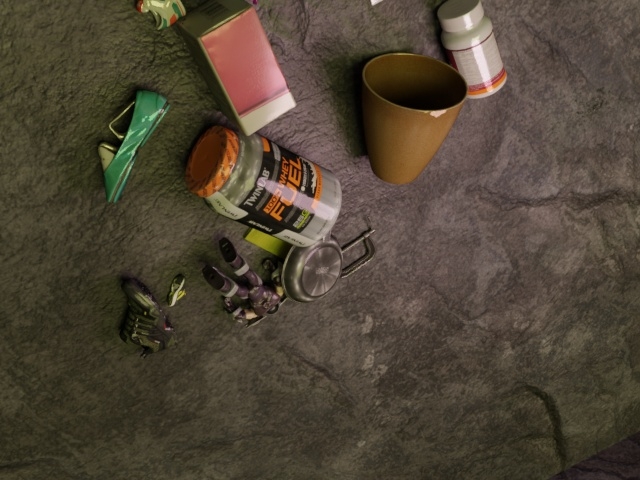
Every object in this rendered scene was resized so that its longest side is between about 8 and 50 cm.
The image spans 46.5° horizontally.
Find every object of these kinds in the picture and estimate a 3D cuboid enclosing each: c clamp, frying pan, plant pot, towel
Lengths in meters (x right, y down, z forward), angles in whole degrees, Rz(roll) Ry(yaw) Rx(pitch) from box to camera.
[{"bbox_3d":[0.086,0.025,1.950,0.160,0.022,0.137,-39,135,-6],"label":"c clamp"},{"bbox_3d":[0.016,0.012,1.850,0.197,0.053,0.326,29,88,-48],"label":"frying pan"},{"bbox_3d":[0.197,-0.263,1.724,0.237,0.237,0.254,-15,138,-22],"label":"plant pot"},{"bbox_3d":[-0.072,0.003,1.843,0.237,0.021,0.102,29,100,-38],"label":"towel"}]

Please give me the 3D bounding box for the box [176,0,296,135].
[{"bbox_3d":[-0.167,-0.354,1.489,0.126,0.148,0.232,-34,130,-9],"label":"box"}]

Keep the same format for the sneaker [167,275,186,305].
[{"bbox_3d":[-0.334,0.118,1.760,0.035,0.031,0.083,6,119,-47],"label":"sneaker"}]

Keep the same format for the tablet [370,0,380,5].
[{"bbox_3d":[0.141,-0.558,1.636,0.083,0.006,0.054,-31,128,-11],"label":"tablet"}]

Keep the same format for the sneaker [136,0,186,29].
[{"bbox_3d":[-0.321,-0.467,1.392,0.075,0.057,0.161,-43,133,-8],"label":"sneaker"}]

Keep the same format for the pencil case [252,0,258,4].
[{"bbox_3d":[-0.169,-0.525,1.440,0.151,0.064,0.070,23,89,-37],"label":"pencil case"}]

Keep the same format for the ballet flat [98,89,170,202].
[{"bbox_3d":[-0.397,-0.197,1.509,0.087,0.083,0.247,29,102,-14],"label":"ballet flat"}]

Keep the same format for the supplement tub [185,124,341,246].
[{"bbox_3d":[-0.123,-0.119,1.628,0.316,0.193,0.194,22,105,-37],"label":"supplement tub"}]

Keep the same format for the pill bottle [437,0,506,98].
[{"bbox_3d":[0.353,-0.453,1.746,0.121,0.121,0.221,-36,129,-7],"label":"pill bottle"}]

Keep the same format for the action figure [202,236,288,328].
[{"bbox_3d":[-0.170,0.111,1.806,0.185,0.099,0.285,-48,144,-5],"label":"action figure"}]

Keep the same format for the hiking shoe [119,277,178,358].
[{"bbox_3d":[-0.415,0.188,1.714,0.114,0.086,0.227,-33,130,-13],"label":"hiking shoe"}]
